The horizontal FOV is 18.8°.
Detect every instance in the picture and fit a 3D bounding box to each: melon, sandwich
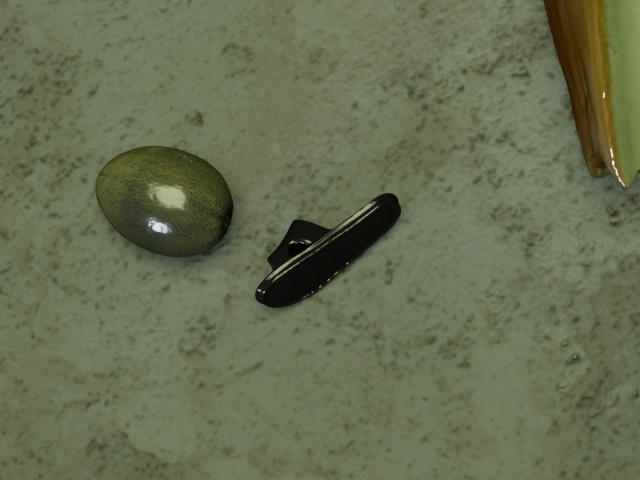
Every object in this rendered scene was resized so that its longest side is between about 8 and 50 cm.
[{"bbox_3d":[-0.143,-0.037,1.772,0.131,0.098,0.098,22,77,9],"label":"melon"},{"bbox_3d":[0.249,-0.163,1.760,0.063,0.245,0.212,-9,107,-1],"label":"sandwich"}]

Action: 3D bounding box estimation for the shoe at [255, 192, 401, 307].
[{"bbox_3d":[0.000,0.000,1.767,0.159,0.062,0.053,-35,60,-4],"label":"shoe"}]
